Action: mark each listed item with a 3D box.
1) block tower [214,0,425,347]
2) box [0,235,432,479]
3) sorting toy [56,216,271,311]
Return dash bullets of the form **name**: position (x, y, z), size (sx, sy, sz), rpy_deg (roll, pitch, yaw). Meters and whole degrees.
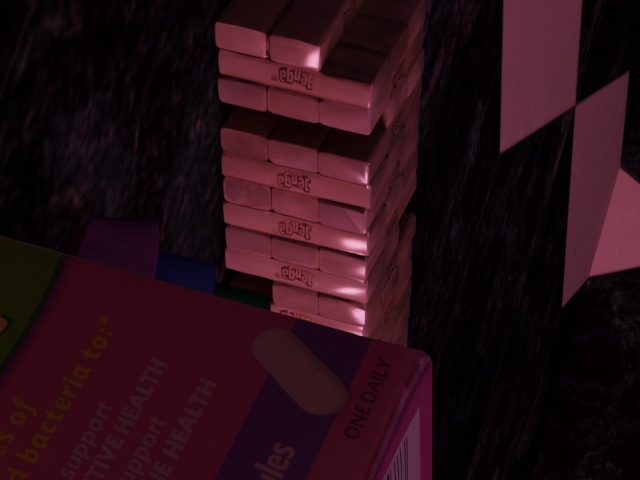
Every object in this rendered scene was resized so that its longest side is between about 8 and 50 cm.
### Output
- **block tower**: position (0.000, 0.000, 1.067), size (0.097, 0.091, 0.335), rpy_deg (-59, 156, -44)
- **box**: position (-0.117, 0.109, 0.482), size (0.117, 0.243, 0.213), rpy_deg (86, 25, -47)
- **sorting toy**: position (-0.088, 0.176, 0.781), size (0.127, 0.126, 0.366), rpy_deg (-167, -88, -74)
